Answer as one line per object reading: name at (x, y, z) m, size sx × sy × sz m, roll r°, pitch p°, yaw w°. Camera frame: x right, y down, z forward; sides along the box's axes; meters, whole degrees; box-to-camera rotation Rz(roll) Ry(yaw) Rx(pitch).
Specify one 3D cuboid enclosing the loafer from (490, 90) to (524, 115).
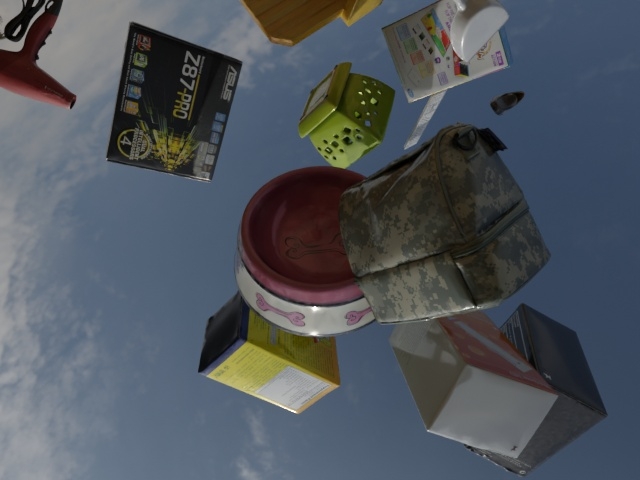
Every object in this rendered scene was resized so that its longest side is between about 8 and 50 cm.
loafer at (0.587, -0.440, 1.391) m, size 0.170 × 0.062 × 0.061 m, roll -36°, pitch -175°, yaw -42°

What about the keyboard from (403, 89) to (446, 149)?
keyboard at (0.364, -0.420, 1.547) m, size 0.072 × 0.256 × 0.014 m, roll -25°, pitch -112°, yaw -27°

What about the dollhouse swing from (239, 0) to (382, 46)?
dollhouse swing at (-0.035, -0.707, 1.042) m, size 0.305 × 0.315 × 0.346 m, roll -33°, pitch -96°, yaw -22°

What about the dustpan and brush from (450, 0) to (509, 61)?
dustpan and brush at (0.352, -0.539, 1.049) m, size 0.147 × 0.211 × 0.060 m, roll -46°, pitch -119°, yaw 21°

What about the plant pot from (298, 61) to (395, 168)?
plant pot at (0.070, -0.391, 1.369) m, size 0.228 × 0.207 × 0.227 m, roll -25°, pitch -139°, yaw 52°

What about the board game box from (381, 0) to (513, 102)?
board game box at (0.367, -0.574, 1.295) m, size 0.317 × 0.242 × 0.064 m, roll -8°, pitch -152°, yaw 38°

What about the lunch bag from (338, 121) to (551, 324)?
lunch bag at (0.180, -0.023, 0.736) m, size 0.213 × 0.256 × 0.305 m, roll -31°, pitch -176°, yaw -33°

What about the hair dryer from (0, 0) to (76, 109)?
hair dryer at (-0.633, -0.421, 0.956) m, size 0.224 × 0.293 × 0.080 m, roll -25°, pitch -163°, yaw -8°

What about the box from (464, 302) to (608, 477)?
box at (0.526, 0.380, 1.142) m, size 0.294 × 0.183 × 0.296 m, roll -63°, pitch 180°, yaw 32°

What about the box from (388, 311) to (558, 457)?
box at (0.318, 0.279, 1.007) m, size 0.345 × 0.215 × 0.168 m, roll -104°, pitch -144°, yaw -71°

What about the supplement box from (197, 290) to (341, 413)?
supplement box at (-0.140, 0.324, 1.283) m, size 0.194 × 0.357 × 0.195 m, roll -42°, pitch -150°, yaw 25°

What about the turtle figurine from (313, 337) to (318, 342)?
turtle figurine at (0.012, 0.150, 1.140) m, size 0.087 × 0.217 × 0.269 m, roll 10°, pitch -91°, yaw 7°

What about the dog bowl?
dog bowl at (0.000, 0.000, 0.991) m, size 0.408 × 0.150 × 0.407 m, roll 0°, pitch -125°, yaw 0°

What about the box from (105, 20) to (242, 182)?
box at (-0.444, -0.398, 1.331) m, size 0.097 × 0.318 × 0.394 m, roll 47°, pitch -58°, yaw 53°
